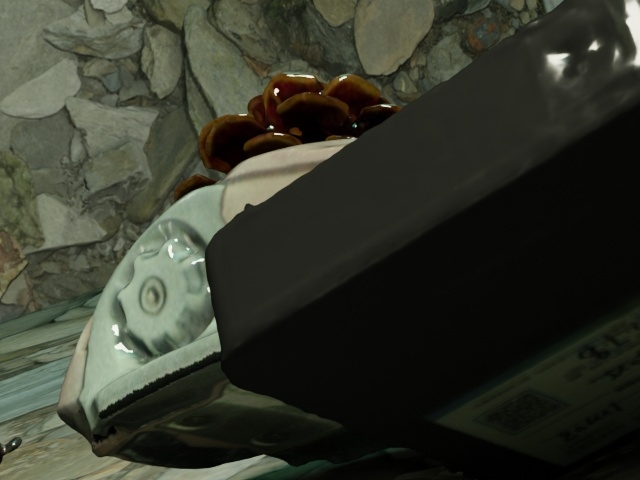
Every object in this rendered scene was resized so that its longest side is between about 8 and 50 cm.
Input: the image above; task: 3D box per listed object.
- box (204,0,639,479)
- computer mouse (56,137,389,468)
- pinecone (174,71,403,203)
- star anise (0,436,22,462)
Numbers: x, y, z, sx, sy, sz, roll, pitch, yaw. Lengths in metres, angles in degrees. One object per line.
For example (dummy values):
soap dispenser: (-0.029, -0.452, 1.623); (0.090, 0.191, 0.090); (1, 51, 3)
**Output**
box: (0.146, -0.024, 0.629); (0.350, 0.058, 0.211); (-32, -36, 28)
computer mouse: (0.036, 0.006, 0.816); (0.389, 0.115, 0.199); (-24, -22, 30)
pinecone: (0.000, 0.000, 1.195); (0.208, 0.207, 0.208); (-17, 5, 1)
star anise: (-0.253, 0.149, 0.882); (0.272, 0.102, 0.272); (11, 20, -4)
